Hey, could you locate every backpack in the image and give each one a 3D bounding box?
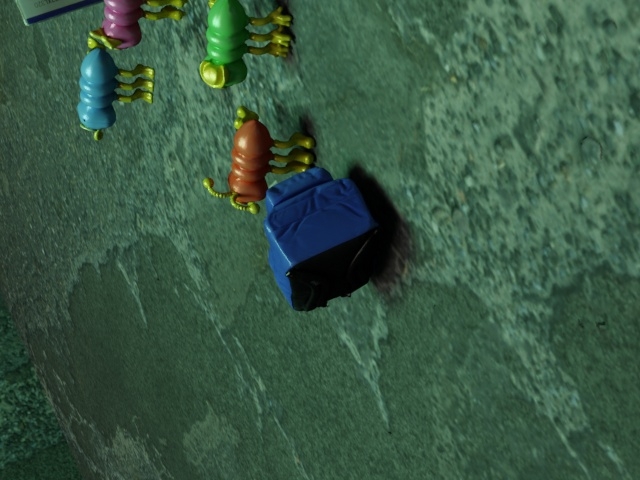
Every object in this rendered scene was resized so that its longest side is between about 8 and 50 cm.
[{"bbox_3d":[0.000,0.000,1.201,0.120,0.098,0.101,83,164,-62],"label":"backpack"}]

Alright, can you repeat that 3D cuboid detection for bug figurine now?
[{"bbox_3d":[-0.136,-0.150,1.265,0.279,0.072,0.216,25,129,25],"label":"bug figurine"}]

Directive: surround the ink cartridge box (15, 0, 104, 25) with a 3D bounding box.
[{"bbox_3d":[-0.291,-0.400,1.356,0.371,0.176,0.069,66,157,3],"label":"ink cartridge box"}]
